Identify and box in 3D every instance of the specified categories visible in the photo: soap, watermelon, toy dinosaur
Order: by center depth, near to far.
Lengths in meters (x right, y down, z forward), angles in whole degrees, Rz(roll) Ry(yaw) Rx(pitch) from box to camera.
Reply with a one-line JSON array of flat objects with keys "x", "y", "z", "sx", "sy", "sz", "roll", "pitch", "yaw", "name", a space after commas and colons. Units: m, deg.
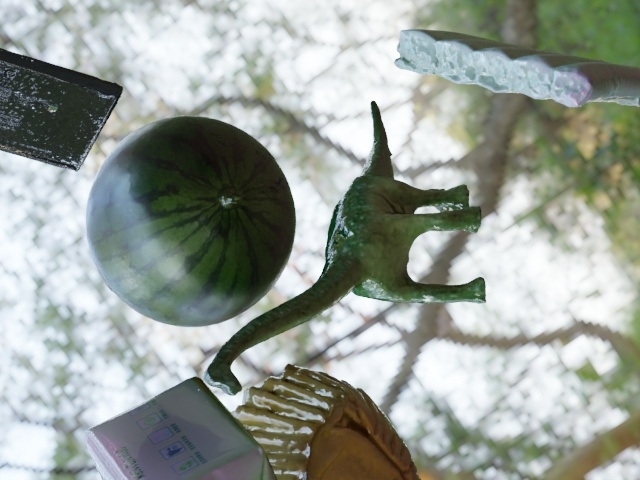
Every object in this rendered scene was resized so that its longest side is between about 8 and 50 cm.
[{"x": 0.000, "y": 0.000, "z": 1.736, "sx": 0.447, "sy": 0.301, "sz": 0.087, "roll": -113, "pitch": 22, "yaw": -53, "name": "toy dinosaur"}, {"x": -0.116, "y": 0.259, "z": 1.746, "sx": 0.199, "sy": 0.138, "sz": 0.182, "roll": 38, "pitch": 151, "yaw": 61, "name": "soap"}, {"x": -0.147, "y": -0.022, "z": 2.065, "sx": 0.242, "sy": 0.242, "sz": 0.242, "roll": 51, "pitch": -166, "yaw": -18, "name": "watermelon"}]

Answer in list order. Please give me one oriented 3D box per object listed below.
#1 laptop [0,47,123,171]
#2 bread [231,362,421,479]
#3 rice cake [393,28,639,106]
[{"x": -0.314, "y": -0.138, "z": 1.870, "sx": 0.197, "sy": 0.135, "sz": 0.016, "roll": 15, "pitch": -135, "yaw": -24, "name": "laptop"}, {"x": 0.009, "y": 0.272, "z": 1.976, "sx": 0.274, "sy": 0.149, "sz": 0.274, "roll": 1, "pitch": -92, "yaw": -49, "name": "bread"}, {"x": 0.165, "y": -0.137, "z": 1.463, "sx": 0.189, "sy": 0.037, "sz": 0.198, "roll": 16, "pitch": -170, "yaw": 29, "name": "rice cake"}]
